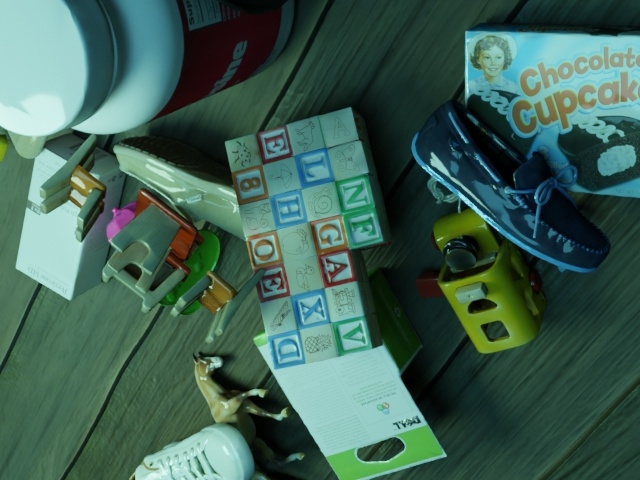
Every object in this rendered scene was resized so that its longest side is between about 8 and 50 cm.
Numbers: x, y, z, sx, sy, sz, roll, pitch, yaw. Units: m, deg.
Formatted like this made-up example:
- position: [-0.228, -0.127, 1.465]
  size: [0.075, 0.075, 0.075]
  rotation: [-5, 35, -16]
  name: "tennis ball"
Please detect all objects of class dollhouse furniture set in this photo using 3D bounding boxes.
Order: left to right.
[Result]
- position: [-0.199, -0.004, 1.229]
  size: [0.262, 0.135, 0.259]
  rotation: [39, 161, -3]
  name: "dollhouse furniture set"

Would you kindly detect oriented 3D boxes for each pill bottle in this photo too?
- position: [-0.214, -0.255, 1.150]
  size: [0.229, 0.408, 0.229]
  rotation: [10, 115, 23]
  name: "pill bottle"

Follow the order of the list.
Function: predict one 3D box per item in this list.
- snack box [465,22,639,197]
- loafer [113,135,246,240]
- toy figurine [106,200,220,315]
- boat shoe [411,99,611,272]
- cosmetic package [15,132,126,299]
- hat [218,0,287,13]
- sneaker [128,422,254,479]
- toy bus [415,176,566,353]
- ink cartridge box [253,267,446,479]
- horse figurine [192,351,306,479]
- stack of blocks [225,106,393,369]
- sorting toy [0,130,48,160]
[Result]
- position: [0.326, -0.147, 1.128]
  size: [0.322, 0.060, 0.187]
  rotation: [7, 114, 25]
  name: "snack box"
- position: [-0.178, -0.070, 1.391]
  size: [0.269, 0.102, 0.092]
  rotation: [24, 113, 16]
  name: "loafer"
- position: [-0.245, 0.012, 1.470]
  size: [0.159, 0.130, 0.173]
  rotation: [36, 155, 27]
  name: "toy figurine"
- position: [0.222, -0.062, 1.122]
  size: [0.258, 0.109, 0.089]
  rotation: [34, 123, 6]
  name: "boat shoe"
- position: [-0.384, -0.036, 1.520]
  size: [0.117, 0.085, 0.231]
  rotation: [27, 119, 16]
  name: "cosmetic package"
- position: [-0.113, -0.421, 1.089]
  size: [0.134, 0.331, 0.331]
  rotation: [-36, 92, 31]
  name: "hat"
- position: [-0.204, 0.359, 1.515]
  size: [0.290, 0.123, 0.106]
  rotation: [-32, 85, 53]
  name: "sneaker"
- position: [0.199, 0.043, 1.232]
  size: [0.202, 0.104, 0.191]
  rotation: [20, 128, 7]
  name: "toy bus"
- position: [0.054, 0.196, 1.388]
  size: [0.189, 0.097, 0.255]
  rotation: [-25, 99, 32]
  name: "ink cartridge box"
- position: [-0.106, 0.299, 1.523]
  size: [0.174, 0.066, 0.263]
  rotation: [-2, 116, 41]
  name: "horse figurine"
- position: [0.000, 0.000, 1.255]
  size: [0.171, 0.087, 0.297]
  rotation: [-13, 84, 12]
  name: "stack of blocks"
- position: [-0.460, -0.233, 1.456]
  size: [0.229, 0.041, 0.307]
  rotation: [54, 127, 29]
  name: "sorting toy"
